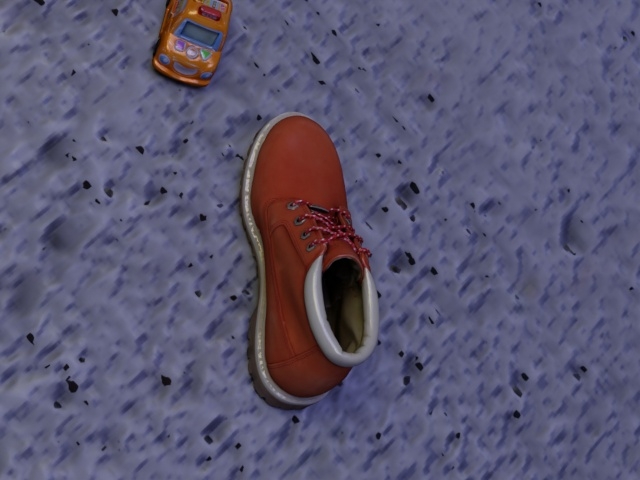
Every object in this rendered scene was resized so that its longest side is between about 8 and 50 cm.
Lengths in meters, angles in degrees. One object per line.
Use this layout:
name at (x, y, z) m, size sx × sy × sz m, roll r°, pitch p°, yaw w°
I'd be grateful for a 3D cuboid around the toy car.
toy car at (-0.094, -0.136, 0.800) m, size 0.122 × 0.040 × 0.060 m, roll 36°, pitch 62°, yaw -11°

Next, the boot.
boot at (0.000, 0.000, 0.776) m, size 0.059 × 0.084 × 0.157 m, roll 4°, pitch 70°, yaw -23°
